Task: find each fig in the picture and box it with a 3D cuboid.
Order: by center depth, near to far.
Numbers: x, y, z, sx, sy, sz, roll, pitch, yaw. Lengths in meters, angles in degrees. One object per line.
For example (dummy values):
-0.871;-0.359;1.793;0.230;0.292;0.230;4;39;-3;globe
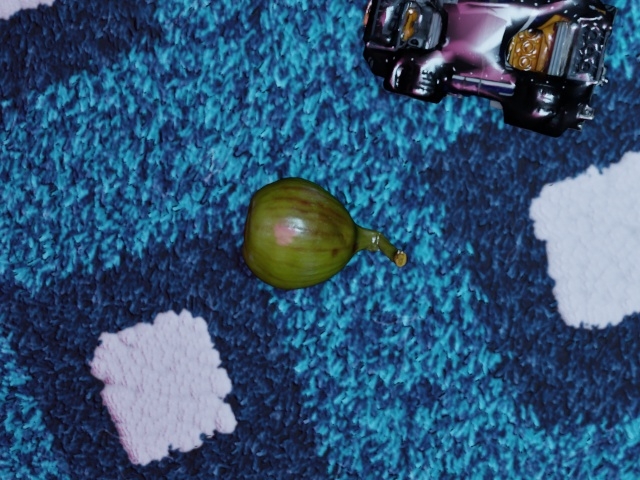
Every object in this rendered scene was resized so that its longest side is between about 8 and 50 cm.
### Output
-0.007;-0.014;1.653;0.186;0.148;0.142;-8;83;-18;fig

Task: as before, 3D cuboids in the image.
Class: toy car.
0.196;-0.243;1.538;0.301;0.118;0.193;16;97;16;toy car
